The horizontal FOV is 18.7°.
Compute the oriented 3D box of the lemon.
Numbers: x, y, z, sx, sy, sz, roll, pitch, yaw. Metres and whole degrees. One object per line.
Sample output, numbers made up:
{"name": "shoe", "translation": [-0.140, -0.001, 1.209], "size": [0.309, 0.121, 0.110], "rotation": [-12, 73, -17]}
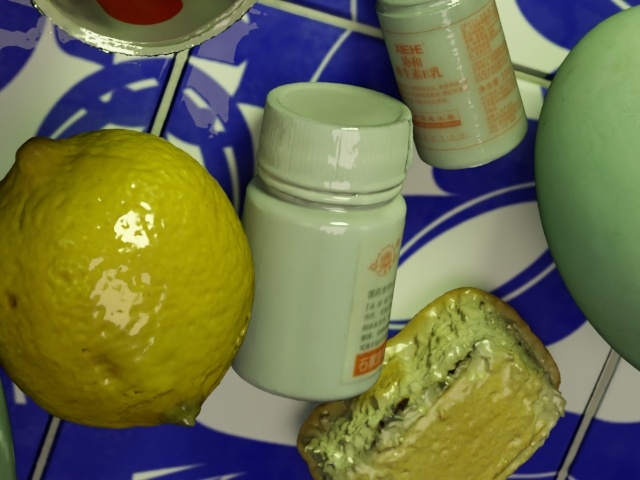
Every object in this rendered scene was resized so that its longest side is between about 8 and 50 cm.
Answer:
{"name": "lemon", "translation": [-0.169, 0.024, 1.580], "size": [0.228, 0.228, 0.253], "rotation": [-17, 105, -7]}

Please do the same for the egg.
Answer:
{"name": "egg", "translation": [0.331, -0.026, 1.661], "size": [0.276, 0.276, 0.389], "rotation": [-30, 114, -1]}

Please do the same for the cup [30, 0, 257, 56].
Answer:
{"name": "cup", "translation": [-0.149, -0.269, 1.423], "size": [0.203, 0.288, 0.203], "rotation": [-5, 114, -12]}

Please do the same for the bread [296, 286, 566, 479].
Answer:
{"name": "bread", "translation": [0.106, 0.166, 1.773], "size": [0.245, 0.121, 0.174], "rotation": [-45, 125, 2]}

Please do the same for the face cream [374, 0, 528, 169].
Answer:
{"name": "face cream", "translation": [0.098, -0.189, 1.628], "size": [0.101, 0.101, 0.251], "rotation": [-21, 117, -5]}

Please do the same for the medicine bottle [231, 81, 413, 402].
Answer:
{"name": "medicine bottle", "translation": [0.000, 0.000, 1.661], "size": [0.145, 0.144, 0.252], "rotation": [-1, 115, -14]}

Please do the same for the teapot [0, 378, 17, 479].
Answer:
{"name": "teapot", "translation": [-0.386, 0.133, 1.556], "size": [0.233, 0.315, 0.312], "rotation": [-39, 149, -42]}
